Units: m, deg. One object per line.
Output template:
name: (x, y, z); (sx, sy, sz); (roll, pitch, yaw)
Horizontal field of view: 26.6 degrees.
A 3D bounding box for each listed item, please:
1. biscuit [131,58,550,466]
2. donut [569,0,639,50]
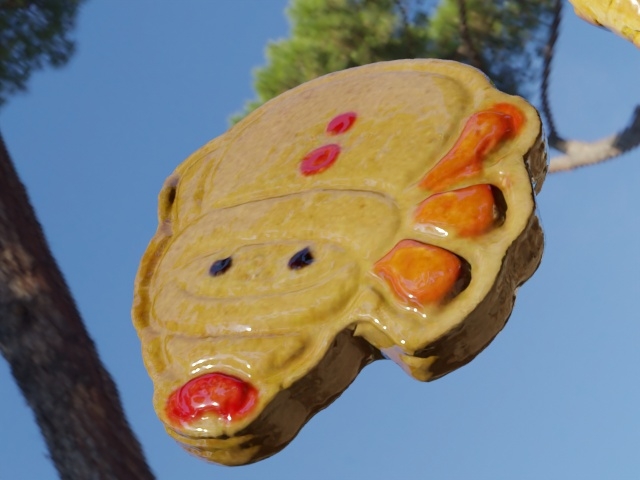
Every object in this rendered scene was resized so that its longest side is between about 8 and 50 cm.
biscuit: (0.000, 0.000, 1.019); (0.074, 0.359, 0.381); (58, -136, -33)
donut: (0.310, -0.194, 1.081); (0.227, 0.226, 0.113); (4, -59, -44)
